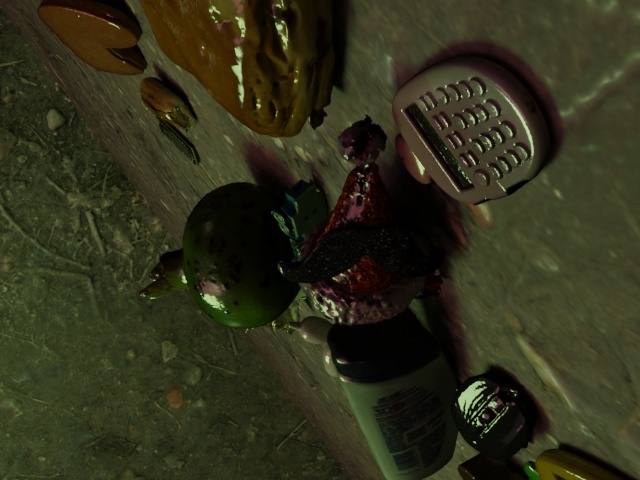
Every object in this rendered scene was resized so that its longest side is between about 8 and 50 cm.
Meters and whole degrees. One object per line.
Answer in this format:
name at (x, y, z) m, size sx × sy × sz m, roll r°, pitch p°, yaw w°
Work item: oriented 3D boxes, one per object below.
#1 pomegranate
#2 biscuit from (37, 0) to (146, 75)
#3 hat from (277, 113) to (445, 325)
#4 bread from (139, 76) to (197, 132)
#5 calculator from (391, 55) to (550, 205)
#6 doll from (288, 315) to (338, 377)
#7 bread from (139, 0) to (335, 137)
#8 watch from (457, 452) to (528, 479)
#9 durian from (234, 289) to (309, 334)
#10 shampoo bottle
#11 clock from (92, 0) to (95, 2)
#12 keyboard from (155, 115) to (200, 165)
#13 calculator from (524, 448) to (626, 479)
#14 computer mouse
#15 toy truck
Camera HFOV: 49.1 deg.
pomegranate at (-0.136, 0.028, 1.014) m, size 0.211 × 0.263 × 0.211 m, roll -10°, pitch -90°, yaw -90°
biscuit at (-0.348, -0.318, 1.125) m, size 0.186 × 0.036 × 0.192 m, roll 16°, pitch 166°, yaw 20°
hat at (0.046, -0.015, 0.610) m, size 0.140 × 0.129 × 0.227 m, roll 15°, pitch 147°, yaw 11°
bread at (-0.252, -0.221, 1.138) m, size 0.106 × 0.053 × 0.072 m, roll 35°, pitch 163°, yaw 33°
calculator at (0.096, -0.072, 0.482) m, size 0.103 × 0.024 × 0.166 m, roll 53°, pitch 163°, yaw -7°
doll at (0.042, 0.098, 0.878) m, size 0.160 × 0.161 × 0.059 m, roll 50°, pitch -150°, yaw -35°
bread at (-0.081, -0.198, 0.565) m, size 0.210 × 0.099 × 0.235 m, roll 44°, pitch 164°, yaw 25°
watch at (0.201, 0.507, 0.951) m, size 0.314 × 0.327 × 0.335 m, roll 38°, pitch 160°, yaw 42°
durian at (-0.097, 0.078, 1.258) m, size 0.306 × 0.166 × 0.172 m, roll 88°, pitch 172°, yaw -58°
shampoo bottle at (0.106, 0.196, 0.880) m, size 0.359 × 0.134 × 0.078 m, roll 70°, pitch 177°, yaw -49°
clock at (-0.464, -0.496, 1.124) m, size 0.279 × 0.049 × 0.273 m, roll 40°, pitch 162°, yaw 40°
keyboard at (-0.275, -0.194, 1.342) m, size 0.129 × 0.015 × 0.049 m, roll 44°, pitch 164°, yaw 29°
calculator at (0.293, 0.278, 0.707) m, size 0.146 × 0.032 × 0.235 m, roll 56°, pitch 164°, yaw -17°
computer mouse at (0.188, 0.202, 0.790) m, size 0.099 × 0.057 × 0.172 m, roll 48°, pitch 162°, yaw 23°
toy truck at (0.000, 0.000, 0.883) m, size 0.081 × 0.067 × 0.175 m, roll 36°, pitch 156°, yaw 31°
